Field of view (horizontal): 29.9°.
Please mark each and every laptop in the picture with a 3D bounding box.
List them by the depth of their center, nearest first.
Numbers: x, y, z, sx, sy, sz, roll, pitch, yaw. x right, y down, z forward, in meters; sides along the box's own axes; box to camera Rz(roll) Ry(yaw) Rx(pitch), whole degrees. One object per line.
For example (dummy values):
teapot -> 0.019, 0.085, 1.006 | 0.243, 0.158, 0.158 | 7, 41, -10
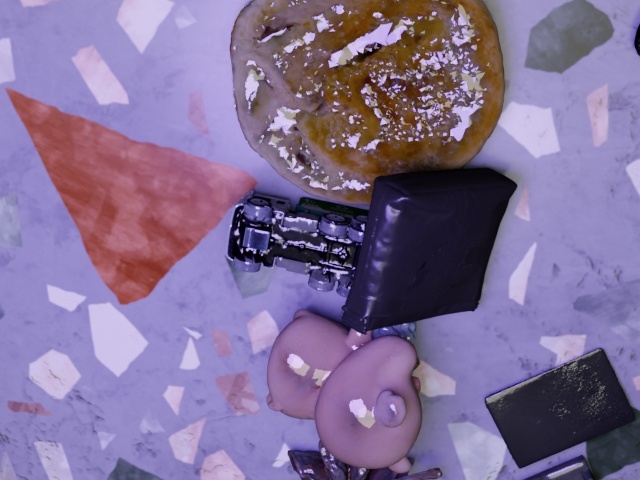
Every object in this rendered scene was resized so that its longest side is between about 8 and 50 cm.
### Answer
laptop -> 0.359, 0.253, 1.805 | 0.197, 0.016, 0.135 | -24, 105, 10

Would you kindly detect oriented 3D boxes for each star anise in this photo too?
star anise -> 0.058, 0.373, 1.828 | 0.231, 0.089, 0.209 | -33, 112, 26

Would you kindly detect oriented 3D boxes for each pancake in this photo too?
pancake -> 0.061, -0.218, 1.625 | 0.387, 0.082, 0.387 | 2, 113, 5

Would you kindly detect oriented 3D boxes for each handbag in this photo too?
handbag -> 0.154, 0.016, 1.633 | 0.247, 0.080, 0.223 | -6, 117, -39

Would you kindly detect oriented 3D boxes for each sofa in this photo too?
sofa -> 0.355, 0.399, 1.831 | 0.147, 0.060, 0.085 | -25, 105, 12

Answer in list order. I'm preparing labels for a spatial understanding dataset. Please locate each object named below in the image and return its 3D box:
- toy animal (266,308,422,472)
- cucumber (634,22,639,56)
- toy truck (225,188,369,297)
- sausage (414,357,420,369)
toy animal -> 0.032, 0.206, 1.698 | 0.221, 0.229, 0.210 | -3, 151, 5
cucumber -> 0.502, -0.358, 1.560 | 0.056, 0.056, 0.284 | 32, 109, -7
toy truck -> 0.000, 0.000, 1.684 | 0.253, 0.124, 0.114 | 12, 109, 2
sausage -> 0.100, 0.209, 1.801 | 0.116, 0.026, 0.026 | -37, 103, 14
